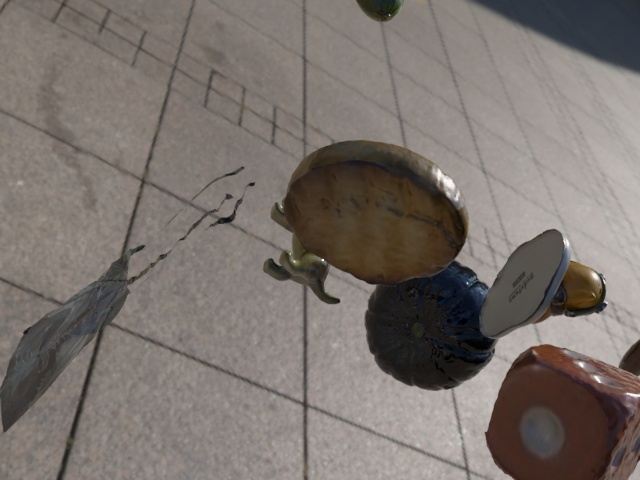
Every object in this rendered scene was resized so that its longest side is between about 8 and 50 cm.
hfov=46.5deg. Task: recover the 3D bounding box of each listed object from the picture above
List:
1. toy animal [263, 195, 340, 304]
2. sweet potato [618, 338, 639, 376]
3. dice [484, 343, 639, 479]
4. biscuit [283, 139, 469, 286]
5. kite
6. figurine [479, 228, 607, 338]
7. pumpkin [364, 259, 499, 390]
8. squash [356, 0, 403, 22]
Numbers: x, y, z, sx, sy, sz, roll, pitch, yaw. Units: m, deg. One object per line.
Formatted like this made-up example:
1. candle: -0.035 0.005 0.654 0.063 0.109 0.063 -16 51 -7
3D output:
1. toy animal: -0.010 -0.014 1.375 0.169 0.121 0.233 25 63 -15
2. sweet potato: 0.683 0.243 1.583 0.058 0.264 0.057 1 57 -1
3. dice: 0.353 0.256 1.039 0.179 0.174 0.174 7 12 -47
4. biscuit: 0.089 -0.046 1.185 0.296 0.296 0.101 31 54 -17
5. kite: -0.186 0.035 0.694 0.015 0.310 0.169 48 -1 -26
6. figurine: 0.412 0.101 1.344 0.141 0.250 0.166 20 48 -16
7. pumpkin: 0.291 0.214 1.967 0.363 0.363 0.266 49 25 15
8. squash: 0.067 -0.485 1.243 0.095 0.094 0.340 12 45 -40
